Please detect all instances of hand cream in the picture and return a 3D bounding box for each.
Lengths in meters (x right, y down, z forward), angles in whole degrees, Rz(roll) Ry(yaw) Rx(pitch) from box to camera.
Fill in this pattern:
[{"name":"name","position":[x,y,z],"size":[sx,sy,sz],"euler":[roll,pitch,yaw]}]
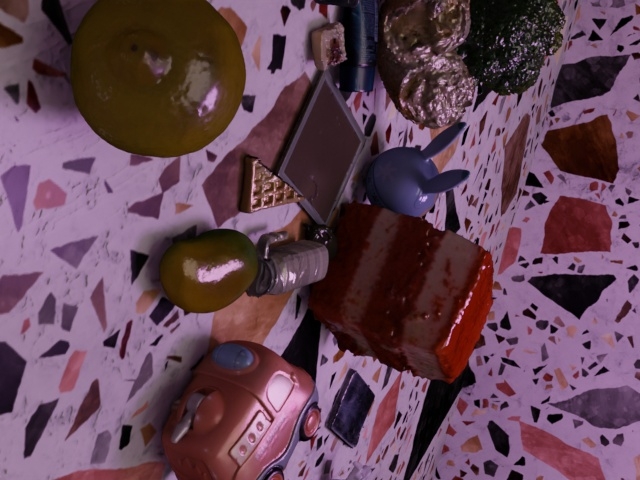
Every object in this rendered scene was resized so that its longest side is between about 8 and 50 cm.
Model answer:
[{"name":"hand cream","position":[0.073,-0.397,1.370],"size":[0.120,0.061,0.271],"euler":[-21,118,-61]}]

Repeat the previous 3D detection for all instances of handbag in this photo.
[{"name":"handbag","position":[0.000,0.000,1.488],"size":[0.072,0.047,0.111],"euler":[-49,148,-12]}]

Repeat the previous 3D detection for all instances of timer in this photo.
[{"name":"timer","position":[0.215,-0.129,1.621],"size":[0.175,0.255,0.175],"euler":[34,48,-50]}]

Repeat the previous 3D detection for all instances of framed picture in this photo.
[{"name":"framed picture","position":[0.005,-0.157,1.432],"size":[0.217,0.016,0.273],"euler":[-67,156,-13]}]

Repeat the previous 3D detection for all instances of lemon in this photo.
[{"name":"lemon","position":[-0.170,-0.180,0.846],"size":[0.248,0.184,0.184],"euler":[-19,125,-79]}]

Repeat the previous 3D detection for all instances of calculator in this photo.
[{"name":"calculator","position":[0.083,0.434,2.001],"size":[0.161,0.021,0.262],"euler":[-64,155,-19]}]

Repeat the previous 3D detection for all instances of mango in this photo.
[{"name":"mango","position":[-0.164,0.045,1.135],"size":[0.191,0.085,0.122],"euler":[-14,129,-52]}]

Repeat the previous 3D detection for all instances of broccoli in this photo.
[{"name":"broccoli","position":[0.372,-0.457,1.741],"size":[0.304,0.321,0.283],"euler":[-61,-173,0]}]

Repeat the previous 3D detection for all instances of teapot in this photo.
[{"name":"teapot","position":[-0.059,0.033,1.351],"size":[0.200,0.077,0.107],"euler":[-16,117,-62]}]

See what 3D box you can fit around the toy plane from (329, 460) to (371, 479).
[{"name":"toy plane","position":[0.033,0.651,1.928],"size":[0.252,0.118,0.252],"euler":[-43,156,-24]}]

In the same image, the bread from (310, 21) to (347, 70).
[{"name":"bread","position":[0.014,-0.325,1.307],"size":[0.083,0.035,0.070],"euler":[-33,125,-51]}]

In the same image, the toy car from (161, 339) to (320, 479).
[{"name":"toy car","position":[-0.135,0.275,1.251],"size":[0.270,0.180,0.212],"euler":[-55,141,-33]}]

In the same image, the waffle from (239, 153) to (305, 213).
[{"name":"waffle","position":[-0.070,-0.099,1.273],"size":[0.152,0.023,0.098],"euler":[-15,122,-49]}]

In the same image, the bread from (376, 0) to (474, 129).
[{"name":"bread","position":[0.182,-0.377,1.472],"size":[0.171,0.192,0.314],"euler":[-19,139,-7]}]

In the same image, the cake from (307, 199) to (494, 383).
[{"name":"cake","position":[0.171,0.112,1.601],"size":[0.270,0.319,0.269],"euler":[-65,157,-16]}]

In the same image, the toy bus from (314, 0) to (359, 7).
[{"name":"toy bus","position":[0.036,-0.460,1.224],"size":[0.077,0.079,0.174],"euler":[-51,149,-56]}]
